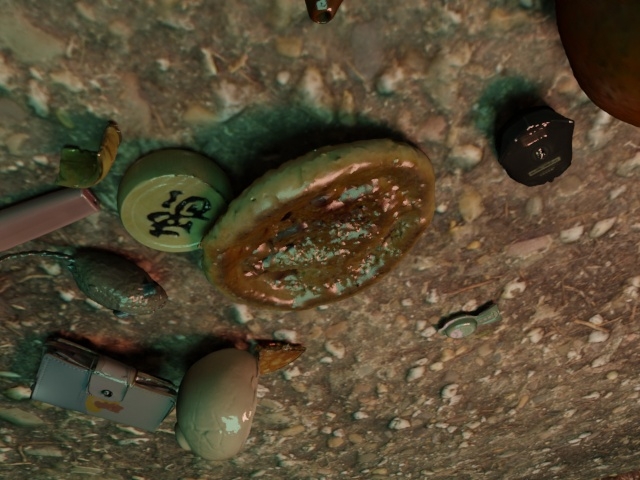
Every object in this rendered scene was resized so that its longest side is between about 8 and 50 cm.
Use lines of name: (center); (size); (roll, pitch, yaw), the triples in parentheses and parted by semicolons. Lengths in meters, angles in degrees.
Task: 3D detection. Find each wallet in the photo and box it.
wallet: (-0.365, 0.248, 0.961); (0.231, 0.069, 0.170); (23, 131, -16)

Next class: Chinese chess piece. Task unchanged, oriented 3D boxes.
Chinese chess piece: (-0.181, -0.047, 0.711); (0.144, 0.058, 0.144); (-7, 137, -7)

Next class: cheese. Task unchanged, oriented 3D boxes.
cheese: (-0.263, -0.091, 0.647); (0.084, 0.060, 0.041); (-21, 139, 19)
cheese: (0.281, 0.157, 1.068); (0.120, 0.026, 0.067); (-22, 138, 10)

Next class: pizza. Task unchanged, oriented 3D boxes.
pizza: (-0.075, 0.209, 1.044); (0.099, 0.029, 0.100); (-12, 141, -12)

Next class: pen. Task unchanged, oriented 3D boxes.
pen: (-0.377, -0.021, 0.713); (0.197, 0.032, 0.053); (-19, 139, 4)

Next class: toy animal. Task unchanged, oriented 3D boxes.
toy animal: (-0.325, 0.048, 0.764); (0.252, 0.079, 0.070); (19, 108, -32)

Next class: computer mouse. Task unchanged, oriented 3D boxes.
computer mouse: (0.278, -0.126, 0.740); (0.099, 0.057, 0.172); (-30, 147, 16)

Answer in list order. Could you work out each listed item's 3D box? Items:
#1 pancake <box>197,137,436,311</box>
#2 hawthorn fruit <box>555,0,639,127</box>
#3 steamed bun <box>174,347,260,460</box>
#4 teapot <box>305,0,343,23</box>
pancake: (-0.001, -0.002, 0.781); (0.356, 0.065, 0.356); (-13, 147, -9)
hawthorn fruit: (0.365, -0.203, 0.494); (0.276, 0.298, 0.277); (-6, 134, -6)
steamed bun: (-0.187, 0.287, 0.989); (0.130, 0.177, 0.228); (13, 140, -12)
teapot: (0.034, -0.296, 0.435); (0.178, 0.135, 0.252); (3, 137, -22)
